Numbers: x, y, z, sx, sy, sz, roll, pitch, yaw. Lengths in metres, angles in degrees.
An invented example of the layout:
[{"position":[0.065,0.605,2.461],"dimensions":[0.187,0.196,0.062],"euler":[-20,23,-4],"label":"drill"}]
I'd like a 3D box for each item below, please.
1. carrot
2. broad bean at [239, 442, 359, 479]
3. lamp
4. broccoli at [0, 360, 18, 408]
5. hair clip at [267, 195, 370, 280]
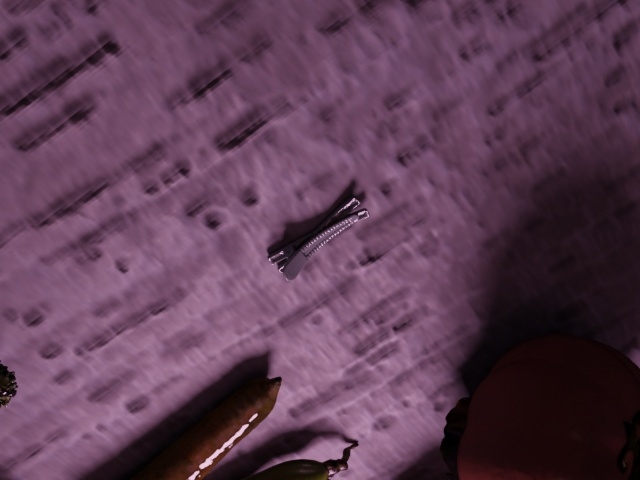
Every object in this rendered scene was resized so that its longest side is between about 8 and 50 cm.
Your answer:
[{"position":[-0.166,0.269,0.992],"dimensions":[0.342,0.070,0.070],"euler":[-41,123,9],"label":"carrot"},{"position":[-0.099,0.335,1.048],"dimensions":[0.325,0.067,0.075],"euler":[-29,133,6],"label":"broad bean"},{"position":[0.263,0.258,0.994],"dimensions":[0.305,0.239,0.306],"euler":[-4,96,-52],"label":"lamp"},{"position":[-0.360,0.153,0.847],"dimensions":[0.097,0.092,0.095],"euler":[32,96,-11],"label":"broccoli"},{"position":[0.001,0.001,0.880],"dimensions":[0.115,0.039,0.030],"euler":[-38,129,8],"label":"hair clip"}]
